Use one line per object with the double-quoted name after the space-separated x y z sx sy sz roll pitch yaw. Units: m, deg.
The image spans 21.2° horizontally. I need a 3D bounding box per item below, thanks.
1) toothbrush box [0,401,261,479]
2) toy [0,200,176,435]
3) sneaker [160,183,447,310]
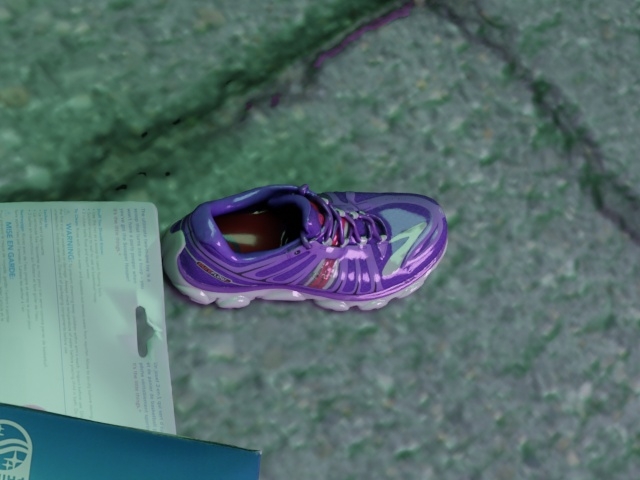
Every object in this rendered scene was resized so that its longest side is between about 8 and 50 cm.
-0.124 0.240 0.670 0.126 0.216 0.296 14 61 -18 "toothbrush box"
-0.195 0.053 0.824 0.237 0.056 0.137 0 70 -19 "toy"
0.000 0.000 0.928 0.169 0.071 0.068 -7 69 -28 "sneaker"
